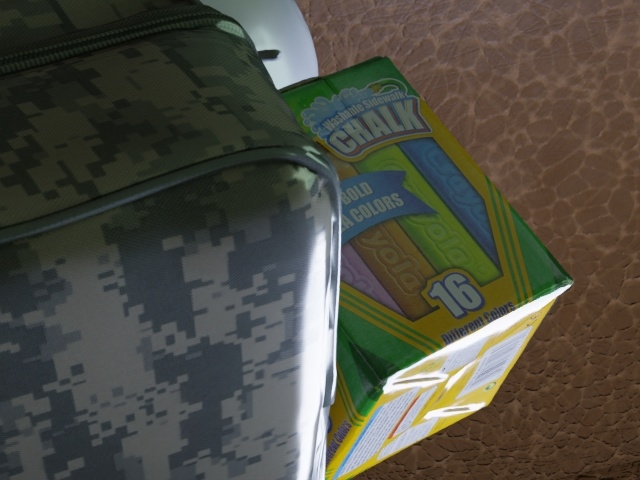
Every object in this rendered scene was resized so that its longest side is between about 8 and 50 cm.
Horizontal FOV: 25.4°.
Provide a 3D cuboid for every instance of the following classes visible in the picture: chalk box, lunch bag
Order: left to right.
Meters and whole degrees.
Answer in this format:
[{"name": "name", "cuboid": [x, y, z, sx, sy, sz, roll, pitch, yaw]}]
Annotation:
[{"name": "lunch bag", "cuboid": [-0.134, 0.013, 0.637, 0.305, 0.213, 0.256, 91, -25, -46]}, {"name": "chalk box", "cuboid": [0.000, 0.000, 0.748, 0.213, 0.132, 0.132, 52, -33, 21]}]

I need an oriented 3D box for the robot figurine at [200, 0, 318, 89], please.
[{"name": "robot figurine", "cuboid": [-0.119, -0.077, 0.960, 0.199, 0.300, 0.353, -67, -174, -27]}]
